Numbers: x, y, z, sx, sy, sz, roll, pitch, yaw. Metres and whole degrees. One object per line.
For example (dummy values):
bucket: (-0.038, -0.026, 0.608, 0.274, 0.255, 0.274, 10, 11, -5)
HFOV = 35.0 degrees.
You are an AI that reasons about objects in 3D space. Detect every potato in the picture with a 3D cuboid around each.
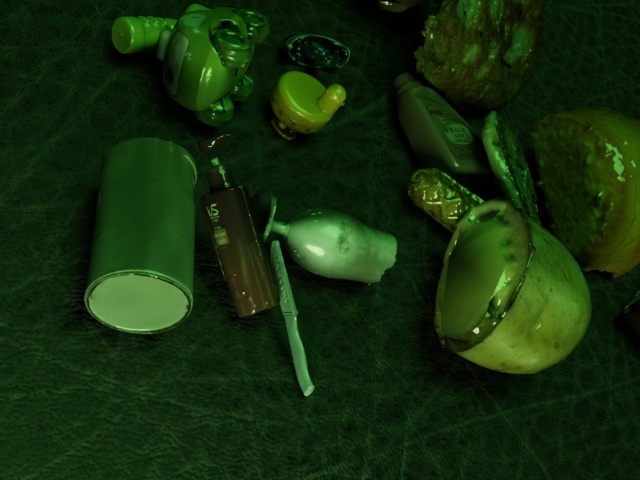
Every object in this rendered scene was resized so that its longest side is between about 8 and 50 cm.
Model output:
potato: (0.303, 0.086, 1.545, 0.242, 0.242, 0.285, 29, 27, -17)

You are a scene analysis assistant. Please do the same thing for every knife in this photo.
knife: (-0.039, 0.102, 1.347, 0.015, 0.028, 0.210, -9, 77, -25)

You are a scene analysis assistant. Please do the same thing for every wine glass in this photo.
wine glass: (0.000, 0.000, 1.446, 0.222, 0.103, 0.103, 16, 47, -27)

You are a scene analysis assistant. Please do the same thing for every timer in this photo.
timer: (-0.023, -0.226, 1.617, 0.107, 0.109, 0.107, 22, 44, -23)

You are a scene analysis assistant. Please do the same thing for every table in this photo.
table: (-0.218, -0.008, 1.254, 0.126, 0.126, 0.220, 19, 46, -26)

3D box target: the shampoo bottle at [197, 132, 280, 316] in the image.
shampoo bottle: (-0.112, -0.020, 1.330, 0.067, 0.068, 0.236, -34, 107, -78)

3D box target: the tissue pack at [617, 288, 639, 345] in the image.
tissue pack: (0.737, 0.199, 1.804, 0.370, 0.210, 0.198, 51, 37, 8)

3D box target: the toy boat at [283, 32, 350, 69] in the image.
toy boat: (-0.007, -0.326, 1.755, 0.137, 0.060, 0.061, 9, 29, -39)

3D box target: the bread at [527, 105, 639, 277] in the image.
bread: (0.524, -0.115, 1.868, 0.194, 0.179, 0.340, 2, 70, -34)

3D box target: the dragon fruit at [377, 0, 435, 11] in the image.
dragon fruit: (0.221, -0.579, 1.974, 0.263, 0.296, 0.314, 6, 51, -25)

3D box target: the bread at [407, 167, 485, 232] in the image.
bread: (0.300, -0.005, 1.719, 0.367, 0.077, 0.084, 34, 42, -10)

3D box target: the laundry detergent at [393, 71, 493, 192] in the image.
laundry detergent: (0.223, -0.194, 1.825, 0.171, 0.076, 0.237, 5, 51, -43)

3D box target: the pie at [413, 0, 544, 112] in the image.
pie: (0.300, -0.383, 1.898, 0.103, 0.288, 0.355, 27, 5, 40)

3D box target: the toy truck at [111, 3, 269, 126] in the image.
toy truck: (-0.183, -0.287, 1.527, 0.210, 0.148, 0.187, 31, 35, 17)

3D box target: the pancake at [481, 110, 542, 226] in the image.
pancake: (0.344, -0.114, 1.808, 0.253, 0.037, 0.253, 50, 29, -40)
